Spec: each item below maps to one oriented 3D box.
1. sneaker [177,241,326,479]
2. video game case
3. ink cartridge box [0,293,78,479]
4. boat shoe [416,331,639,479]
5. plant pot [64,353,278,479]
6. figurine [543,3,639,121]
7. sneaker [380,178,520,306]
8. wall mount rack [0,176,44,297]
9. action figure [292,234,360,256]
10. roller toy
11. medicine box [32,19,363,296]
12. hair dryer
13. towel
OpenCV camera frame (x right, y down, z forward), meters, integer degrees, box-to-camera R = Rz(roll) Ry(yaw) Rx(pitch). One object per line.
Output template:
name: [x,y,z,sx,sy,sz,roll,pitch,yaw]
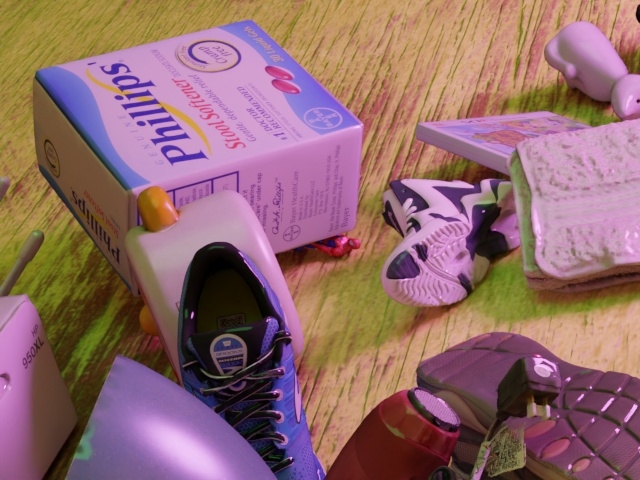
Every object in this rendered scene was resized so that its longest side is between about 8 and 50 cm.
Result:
sneaker: [-0.074,0.146,1.514,0.130,0.147,0.330,-16,58,0]
video game case: [0.247,-0.112,1.983,0.193,0.023,0.212,-8,19,-29]
ink cartridge box: [-0.481,0.211,1.698,0.395,0.166,0.285,-8,28,20]
boat shoe: [0.202,0.179,1.397,0.132,0.130,0.355,-21,20,-15]
plant pot: [-0.119,0.256,1.323,0.195,0.290,0.290,21,30,-4]
figurine: [0.411,-0.219,2.102,0.215,0.092,0.209,-23,31,-9]
sneaker: [0.106,-0.003,1.849,0.153,0.094,0.235,6,34,41]
wall mount rack: [-0.469,0.066,2.017,0.304,0.130,0.350,-23,28,-12]
action figure: [0.000,0.000,1.981,0.115,0.030,0.038,9,31,38]
roller toy: [-0.115,0.056,1.747,0.146,0.209,0.191,-23,51,-8]
medicine box: [-0.142,-0.101,1.945,0.289,0.149,0.263,-17,42,-26]
hair dryer: [0.056,0.205,1.318,0.293,0.080,0.223,-38,21,52]
towel: [0.337,-0.048,1.761,0.282,0.049,0.187,-11,55,9]
